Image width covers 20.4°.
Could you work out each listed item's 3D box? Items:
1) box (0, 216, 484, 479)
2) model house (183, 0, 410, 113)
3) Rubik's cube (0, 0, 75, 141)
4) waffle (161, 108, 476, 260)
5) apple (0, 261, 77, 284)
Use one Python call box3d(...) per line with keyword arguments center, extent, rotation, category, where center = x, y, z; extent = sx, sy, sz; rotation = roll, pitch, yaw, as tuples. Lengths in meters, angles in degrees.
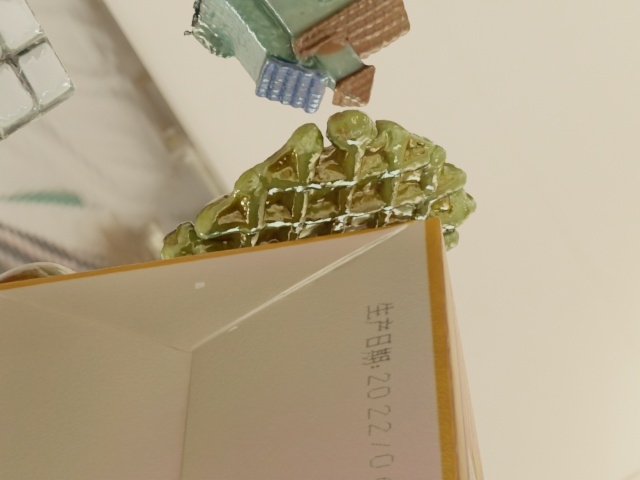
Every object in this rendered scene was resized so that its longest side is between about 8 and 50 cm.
box3d(center=(-0.044, 0.166, 0.874), extent=(0.259, 0.214, 0.283), rotation=(-10, -144, 8), category="box")
box3d(center=(0.000, -0.155, 1.328), extent=(0.148, 0.149, 0.119), rotation=(-31, 166, -19), category="model house")
box3d(center=(-0.438, -0.165, 1.685), extent=(0.253, 0.256, 0.259), rotation=(-19, -162, 40), category="Rubik's cube")
box3d(center=(0.000, 0.000, 1.047), extent=(0.183, 0.036, 0.169), rotation=(-37, 141, 19), category="waffle")
box3d(center=(-0.248, 0.148, 1.712), extent=(0.226, 0.246, 0.246), rotation=(-63, -171, 0), category="apple")
